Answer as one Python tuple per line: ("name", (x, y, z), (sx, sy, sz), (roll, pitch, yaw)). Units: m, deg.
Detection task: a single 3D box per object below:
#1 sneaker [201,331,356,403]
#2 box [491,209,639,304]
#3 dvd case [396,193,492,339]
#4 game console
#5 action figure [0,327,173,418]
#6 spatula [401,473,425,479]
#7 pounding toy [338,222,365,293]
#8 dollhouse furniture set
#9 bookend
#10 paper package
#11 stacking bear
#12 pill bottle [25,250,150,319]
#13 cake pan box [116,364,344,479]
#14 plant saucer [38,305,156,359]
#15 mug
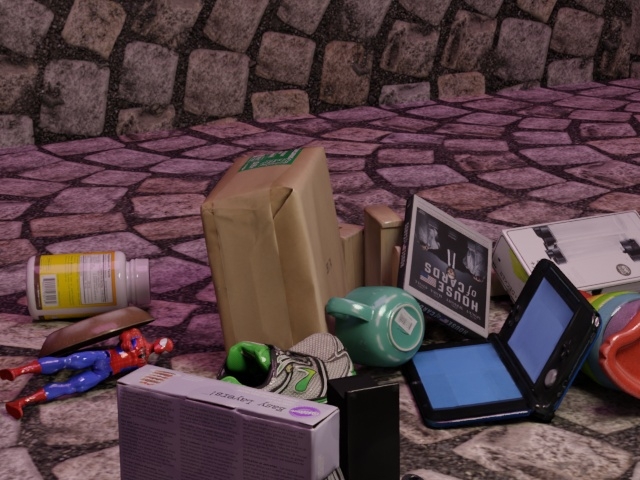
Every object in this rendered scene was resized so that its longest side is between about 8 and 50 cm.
("sneaker", (-0.054, 0.197, 1.746), (0.134, 0.146, 0.343), (-5, 13, 27))
("box", (0.469, 0.049, 2.202), (0.290, 0.087, 0.169), (-8, 49, -21))
("dvd case", (0.215, 0.047, 2.116), (0.179, 0.029, 0.238), (30, 41, -18))
("game console", (0.265, 0.149, 1.886), (0.173, 0.250, 0.293), (23, 14, -13))
("action figure", (-0.327, 0.199, 1.880), (0.280, 0.091, 0.139), (-17, 15, -39))
("spatula", (0.177, 0.348, 1.466), (0.084, 0.030, 0.296), (-10, 20, -26))
("pounding toy", (-0.008, -0.007, 2.323), (0.181, 0.206, 0.094), (9, 20, 30))
("dollhouse furniture set", (0.269, 0.022, 2.270), (0.356, 0.173, 0.303), (-6, 18, -13))
("bookend", (0.041, 0.237, 1.625), (0.072, 0.156, 0.157), (-8, 18, -19))
("paper package", (-0.067, 0.025, 2.042), (0.168, 0.309, 0.325), (-6, 15, 10))
("stacking bear", (0.444, 0.145, 1.900), (0.175, 0.164, 0.289), (-47, 19, -10))
("pill bottle", (-0.415, 0.079, 2.222), (0.215, 0.117, 0.117), (-3, 17, -6))
("cake pan box", (-0.099, 0.278, 1.352), (0.267, 0.245, 0.070), (7, 20, 28))
("plant saucer", (-0.366, 0.145, 1.999), (0.199, 0.036, 0.198), (-19, -3, -1))
("mug", (0.092, 0.139, 1.948), (0.158, 0.129, 0.097), (-14, 8, -41))
